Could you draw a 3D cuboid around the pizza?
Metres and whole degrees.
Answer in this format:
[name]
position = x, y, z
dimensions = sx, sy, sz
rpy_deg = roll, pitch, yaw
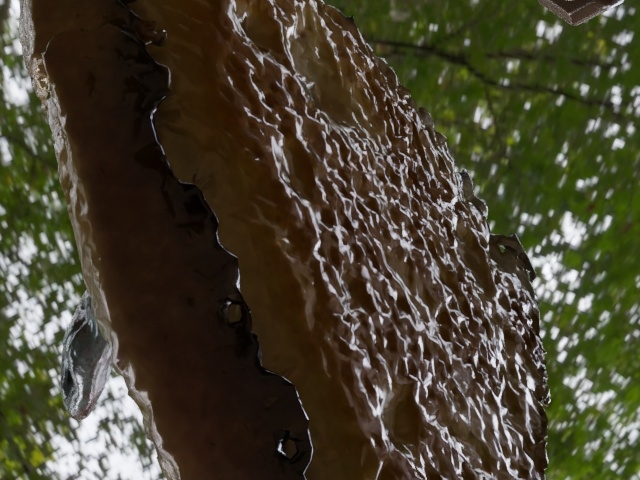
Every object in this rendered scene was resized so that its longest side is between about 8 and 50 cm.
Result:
[pizza]
position = -0.012, 0.002, 0.608
dimensions = 0.080, 0.392, 0.435
rpy_deg = -26, -154, 21

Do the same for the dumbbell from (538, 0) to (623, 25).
[dumbbell]
position = 0.303, -0.284, 1.398
dimensions = 0.082, 0.092, 0.231
rpy_deg = 9, -156, 33

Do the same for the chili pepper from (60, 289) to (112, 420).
[chili pepper]
position = -0.168, 0.078, 0.993
dimensions = 0.041, 0.153, 0.050
rpy_deg = 20, -148, -14
